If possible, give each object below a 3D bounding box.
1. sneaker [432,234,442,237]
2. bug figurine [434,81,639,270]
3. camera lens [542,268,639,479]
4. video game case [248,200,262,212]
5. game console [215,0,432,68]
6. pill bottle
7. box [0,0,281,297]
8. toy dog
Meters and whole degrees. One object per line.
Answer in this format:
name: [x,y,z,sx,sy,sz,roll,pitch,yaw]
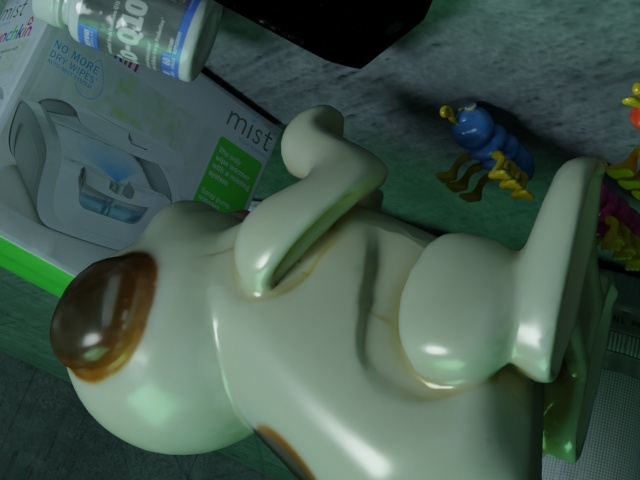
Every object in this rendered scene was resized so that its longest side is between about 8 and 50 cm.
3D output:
sneaker: [0.094,0.018,1.355,0.221,0.083,0.087,21,149,-16]
bug figurine: [0.229,-0.048,0.997,0.216,0.072,0.279,39,159,-31]
camera lens: [0.254,0.188,1.287,0.219,0.274,0.219,13,159,5]
video game case: [0.000,0.000,1.476,0.143,0.019,0.157,7,158,37]
game console: [0.002,-0.220,0.812,0.213,0.044,0.361,26,161,-14]
pill bottle: [-0.154,-0.185,1.025,0.137,0.078,0.078,20,162,3]
box: [-0.201,-0.066,1.169,0.262,0.231,0.126,34,160,-34]
toy dog: [-0.002,0.097,1.015,0.407,0.396,0.284,11,166,21]
